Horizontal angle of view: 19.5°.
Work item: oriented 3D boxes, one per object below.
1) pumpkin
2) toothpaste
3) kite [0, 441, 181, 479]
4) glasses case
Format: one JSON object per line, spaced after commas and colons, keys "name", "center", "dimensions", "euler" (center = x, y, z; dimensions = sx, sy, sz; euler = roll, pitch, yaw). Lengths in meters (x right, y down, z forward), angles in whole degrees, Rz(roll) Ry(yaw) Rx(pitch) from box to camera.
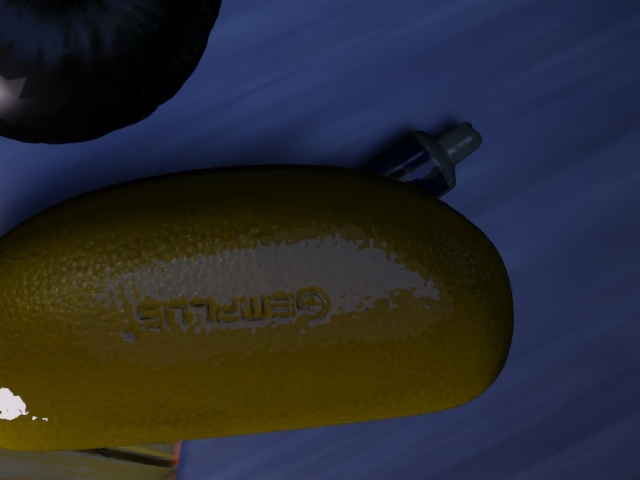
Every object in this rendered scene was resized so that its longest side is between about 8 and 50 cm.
{"name": "pumpkin", "center": [-0.176, -0.176, 1.178], "dimensions": [0.233, 0.163, 0.233], "euler": [-2, 97, -14]}
{"name": "toothpaste", "center": [-0.001, -0.001, 1.301], "dimensions": [0.268, 0.047, 0.069], "euler": [-35, 116, -1]}
{"name": "kite", "center": [-0.238, 0.213, 1.297], "dimensions": [0.377, 0.013, 0.327], "euler": [-35, 104, -6]}
{"name": "glasses case", "center": [-0.062, 0.039, 1.209], "dimensions": [0.371, 0.141, 0.173], "euler": [-6, 95, -2]}
